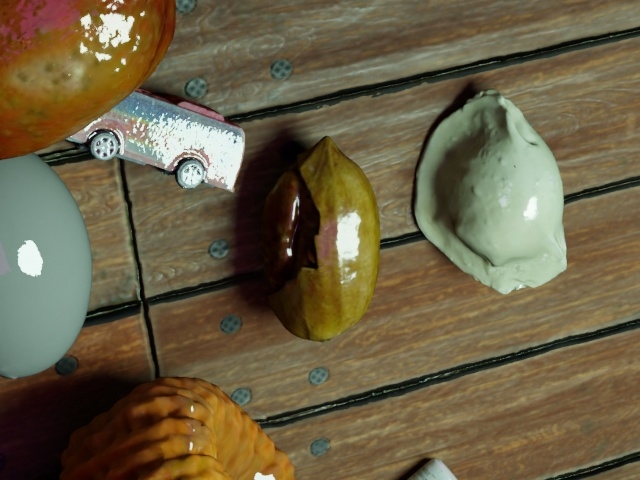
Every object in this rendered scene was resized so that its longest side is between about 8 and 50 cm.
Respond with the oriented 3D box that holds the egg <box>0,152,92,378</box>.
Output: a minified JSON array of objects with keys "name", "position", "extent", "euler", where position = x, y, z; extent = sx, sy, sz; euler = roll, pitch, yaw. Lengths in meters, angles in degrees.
[{"name":"egg","position":[-0.287,0.018,1.523],"extent":[0.176,0.176,0.232],"euler":[-21,127,-12]}]

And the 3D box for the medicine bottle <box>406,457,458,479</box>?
[{"name":"medicine bottle","position":[0.106,0.276,1.856],"extent":[0.089,0.052,0.052],"euler":[-40,120,0]}]

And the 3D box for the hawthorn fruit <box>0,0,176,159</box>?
[{"name":"hawthorn fruit","position":[-0.266,-0.191,1.393],"extent":[0.299,0.275,0.275],"euler":[-26,120,11]}]

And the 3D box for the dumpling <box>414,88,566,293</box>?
[{"name":"dumpling","position":[0.163,-0.043,1.719],"extent":[0.155,0.181,0.111],"euler":[-21,162,21]}]

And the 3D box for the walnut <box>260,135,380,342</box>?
[{"name":"walnut","position":[0.000,0.000,1.665],"extent":[0.116,0.116,0.207],"euler":[-4,113,-19]}]

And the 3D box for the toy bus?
[{"name":"toy bus","position":[-0.159,-0.101,1.586],"extent":[0.192,0.065,0.077],"euler":[17,98,-27]}]

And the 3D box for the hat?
[{"name":"hat","position":[-0.195,0.334,1.651],"extent":[0.400,0.285,0.285],"euler":[-39,120,2]}]
